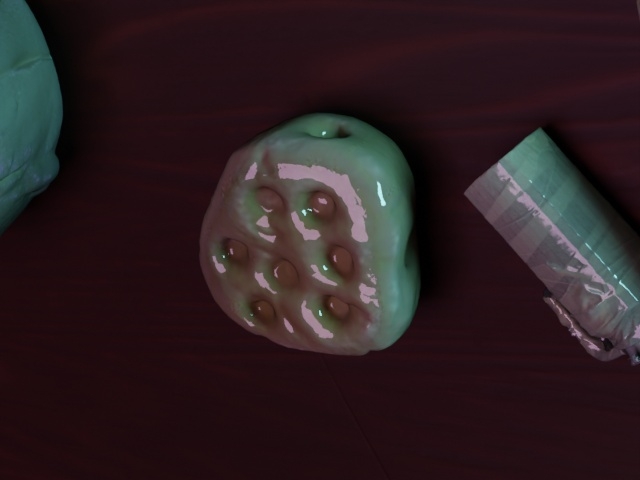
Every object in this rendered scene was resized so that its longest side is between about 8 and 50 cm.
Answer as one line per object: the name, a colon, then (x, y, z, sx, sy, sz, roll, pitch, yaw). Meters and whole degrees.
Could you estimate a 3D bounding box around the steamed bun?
steamed bun: (-0.398, -0.083, 1.621, 0.236, 0.247, 0.383, 38, 127, -2)

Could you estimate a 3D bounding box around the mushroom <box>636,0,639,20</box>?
mushroom: (0.269, -0.124, 1.229, 0.059, 0.054, 0.202, -1, 109, 31)

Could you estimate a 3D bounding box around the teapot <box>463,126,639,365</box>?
teapot: (0.204, 0.016, 1.337, 0.200, 0.077, 0.107, 48, 137, 3)

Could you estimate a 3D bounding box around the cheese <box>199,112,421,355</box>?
cheese: (0.000, 0.000, 1.454, 0.235, 0.117, 0.218, -34, 94, 43)
